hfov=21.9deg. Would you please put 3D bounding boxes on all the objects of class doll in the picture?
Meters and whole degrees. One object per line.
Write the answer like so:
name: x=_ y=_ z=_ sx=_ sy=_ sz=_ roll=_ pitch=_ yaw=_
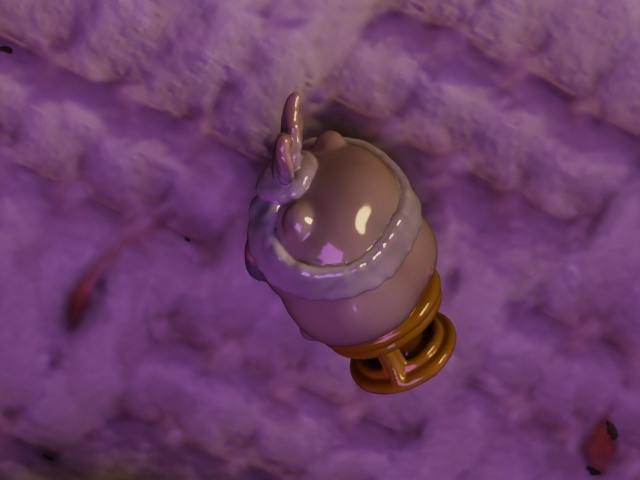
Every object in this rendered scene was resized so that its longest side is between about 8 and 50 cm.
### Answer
doll: x=0.000 y=0.000 z=0.641 sx=0.084 sy=0.073 sz=0.127 roll=-1 pitch=132 yaw=38
